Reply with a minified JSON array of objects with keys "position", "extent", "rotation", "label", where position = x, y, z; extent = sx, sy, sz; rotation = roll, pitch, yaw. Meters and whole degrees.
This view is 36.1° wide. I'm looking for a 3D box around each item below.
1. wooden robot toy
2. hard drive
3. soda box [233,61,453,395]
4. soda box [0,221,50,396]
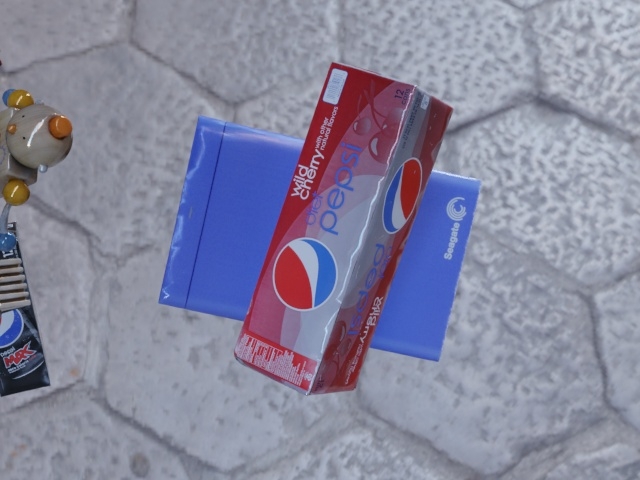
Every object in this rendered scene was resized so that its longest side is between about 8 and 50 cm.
[{"position":[-0.174,-0.047,0.538],"extent":[0.079,0.076,0.173],"rotation":[-14,69,30],"label":"wooden robot toy"},{"position":[0.000,0.000,1.090],"extent":[0.319,0.040,0.210],"rotation":[12,94,-6],"label":"hard drive"},{"position":[0.019,-0.007,0.823],"extent":[0.084,0.092,0.263],"rotation":[22,95,26],"label":"soda box"},{"position":[-0.320,0.071,1.006],"extent":[0.053,0.168,0.060],"rotation":[-12,23,-14],"label":"soda box"}]
